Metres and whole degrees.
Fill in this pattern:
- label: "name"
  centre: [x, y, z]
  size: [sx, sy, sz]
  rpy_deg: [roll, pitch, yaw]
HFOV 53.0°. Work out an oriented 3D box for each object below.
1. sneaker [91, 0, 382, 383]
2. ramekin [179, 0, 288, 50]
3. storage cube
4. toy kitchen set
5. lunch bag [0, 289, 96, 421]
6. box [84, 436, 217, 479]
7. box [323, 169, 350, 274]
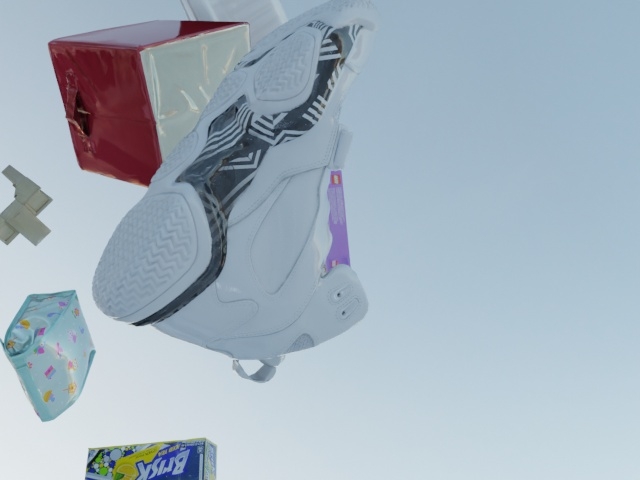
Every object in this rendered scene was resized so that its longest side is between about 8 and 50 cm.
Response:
- label: "sneaker"
  centre: [-0.027, -0.041, 0.611]
  size: [0.210, 0.137, 0.366]
  rpy_deg: [42, -102, -33]
- label: "ramekin"
  centre: [-0.134, -0.343, 1.039]
  size: [0.127, 0.273, 0.273]
  rpy_deg: [-28, -44, -5]
- label: "storage cube"
  centre: [-0.215, -0.190, 0.870]
  size: [0.193, 0.215, 0.184]
  rpy_deg: [15, -58, 35]
- label: "toy kitchen set"
  centre: [-0.410, -0.039, 0.867]
  size: [0.083, 0.075, 0.068]
  rpy_deg: [-50, -28, -17]
- label: "lunch bag"
  centre: [-0.678, 0.285, 1.589]
  size: [0.160, 0.262, 0.224]
  rpy_deg: [-5, -59, 2]
- label: "box"
  centre: [-0.227, 0.307, 0.865]
  size: [0.168, 0.059, 0.054]
  rpy_deg: [-8, -30, 8]
- label: "box"
  centre: [0.000, 0.000, 1.388]
  size: [0.057, 0.201, 0.294]
  rpy_deg: [-7, -86, -19]
